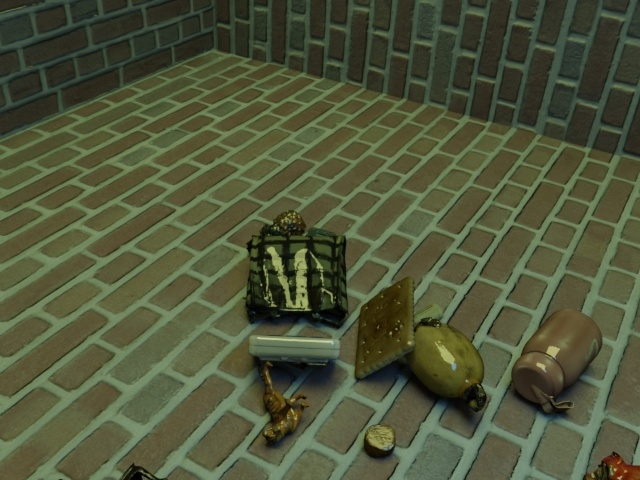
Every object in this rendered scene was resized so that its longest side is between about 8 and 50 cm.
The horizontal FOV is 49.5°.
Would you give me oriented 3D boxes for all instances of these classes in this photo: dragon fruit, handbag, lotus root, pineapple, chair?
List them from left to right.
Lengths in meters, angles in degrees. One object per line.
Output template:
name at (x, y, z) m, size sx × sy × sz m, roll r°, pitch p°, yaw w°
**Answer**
chair at (-0.465, 0.566, 1.562) m, size 0.229 × 0.106 × 0.113 m, roll 17°, pitch 37°, yaw 18°
pineapple at (-0.160, -0.017, 2.466) m, size 0.237 × 0.111 × 0.119 m, roll -36°, pitch 18°, yaw -32°
handbag at (-0.076, 0.121, 2.225) m, size 0.325 × 0.162 × 0.327 m, roll 0°, pitch 42°, yaw 1°
lotus root at (0.359, 0.349, 1.911) m, size 0.182 × 0.183 × 0.310 m, roll -15°, pitch 39°, yaw -26°
dragon fruit at (0.689, 0.602, 1.536) m, size 0.224 × 0.224 × 0.227 m, roll -23°, pitch 47°, yaw -33°

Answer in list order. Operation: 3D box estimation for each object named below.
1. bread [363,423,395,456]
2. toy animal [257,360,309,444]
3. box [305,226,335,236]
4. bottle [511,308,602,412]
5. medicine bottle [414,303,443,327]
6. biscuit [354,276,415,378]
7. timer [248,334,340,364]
bread at (0.150, 0.508, 1.757) m, size 0.085 × 0.053 × 0.085 m, roll 2°, pitch 46°, yaw -3°
toy animal at (-0.117, 0.422, 1.841) m, size 0.114 × 0.116 × 0.255 m, roll 35°, pitch 10°, yaw -34°
box at (0.000, 0.000, 2.493) m, size 0.099 × 0.054 × 0.074 m, roll 15°, pitch 37°, yaw 17°
bottle at (0.672, 0.344, 1.960) m, size 0.297 × 0.173 × 0.206 m, roll -31°, pitch 81°, yaw -41°
medicine bottle at (0.279, 0.262, 2.127) m, size 0.231 × 0.059 × 0.059 m, roll -24°, pitch 43°, yaw -35°
biscuit at (0.188, 0.248, 2.039) m, size 0.217 × 0.044 × 0.325 m, roll -34°, pitch 23°, yaw 27°
timer at (-0.072, 0.306, 1.942) m, size 0.253 × 0.078 × 0.178 m, roll 3°, pitch -7°, yaw 0°
